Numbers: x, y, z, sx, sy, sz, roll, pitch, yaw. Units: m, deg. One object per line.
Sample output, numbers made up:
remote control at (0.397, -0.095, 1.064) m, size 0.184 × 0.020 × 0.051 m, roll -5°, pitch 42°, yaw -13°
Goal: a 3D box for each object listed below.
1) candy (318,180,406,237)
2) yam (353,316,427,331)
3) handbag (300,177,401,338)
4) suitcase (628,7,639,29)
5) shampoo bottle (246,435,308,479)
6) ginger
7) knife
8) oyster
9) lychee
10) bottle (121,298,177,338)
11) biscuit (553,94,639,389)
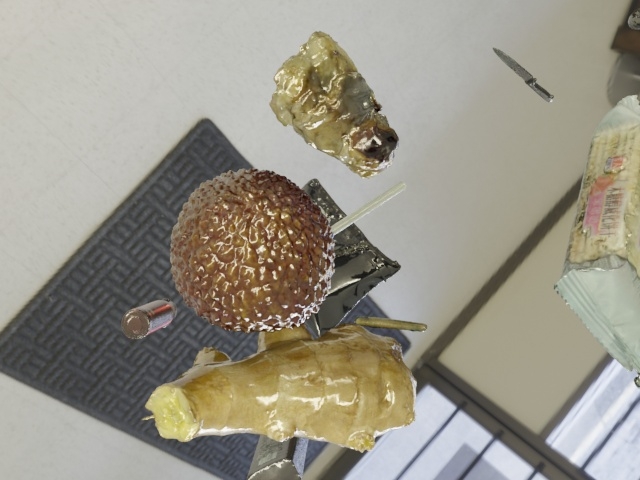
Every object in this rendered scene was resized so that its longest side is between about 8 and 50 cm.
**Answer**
candy at (0.000, 0.000, 1.052) m, size 0.365 × 0.124 × 0.124 m, roll -33°, pitch 131°, yaw -21°
yam at (0.091, 0.109, 0.868) m, size 0.014 × 0.107 × 0.014 m, roll -1°, pitch 92°, yaw -53°
handbag at (-0.003, 0.031, 1.275) m, size 0.211 × 0.254 × 0.089 m, roll -41°, pitch 169°, yaw -6°
suitcase at (0.612, -0.195, 0.877) m, size 0.188 × 0.339 × 0.345 m, roll -34°, pitch 119°, yaw 8°
shampoo bottle at (-0.077, 0.411, 1.391) m, size 0.098 × 0.309 × 0.071 m, roll -29°, pitch 99°, yaw 9°
ginger at (-0.045, 0.172, 0.916) m, size 0.375 × 0.236 × 0.166 m, roll 20°, pitch 133°, yaw -29°
knife at (0.377, -0.307, 1.240) m, size 0.170 × 0.023 × 0.010 m, roll 31°, pitch 61°, yaw -24°
oyster at (0.037, -0.178, 0.945) m, size 0.161 × 0.107 × 0.233 m, roll -49°, pitch 128°, yaw -18°
lychee at (-0.077, 0.009, 0.734) m, size 0.194 × 0.194 × 0.194 m, roll -19°, pitch 125°, yaw -30°
bottle at (-0.322, 0.148, 1.286) m, size 0.060 × 0.060 × 0.164 m, roll -62°, pitch 175°, yaw 7°
biscuit at (0.354, -0.005, 0.773) m, size 0.186 × 0.079 × 0.309 m, roll 48°, pitch 50°, yaw -25°
